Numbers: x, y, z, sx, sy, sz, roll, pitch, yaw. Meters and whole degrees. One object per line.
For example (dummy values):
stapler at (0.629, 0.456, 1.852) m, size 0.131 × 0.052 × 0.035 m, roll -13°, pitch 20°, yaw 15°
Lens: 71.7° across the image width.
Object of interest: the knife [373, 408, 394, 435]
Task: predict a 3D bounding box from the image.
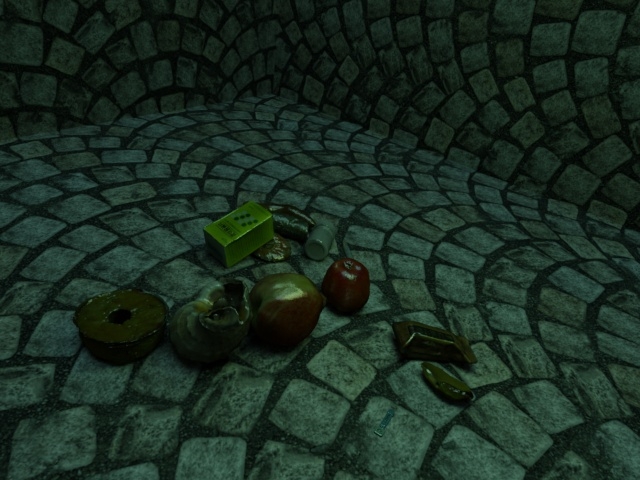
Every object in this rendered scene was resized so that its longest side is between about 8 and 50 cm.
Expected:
knife at (0.176, 0.492, 1.204) m, size 0.027 × 0.010 × 0.096 m, roll 26°, pitch 36°, yaw 23°

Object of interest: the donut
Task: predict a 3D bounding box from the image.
donut at (-0.582, 0.251, 1.306) m, size 0.271 × 0.107 × 0.272 m, roll 7°, pitch 27°, yaw -4°

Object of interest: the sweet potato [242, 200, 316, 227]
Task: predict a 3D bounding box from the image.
sweet potato at (-0.176, -0.128, 1.996) m, size 0.345 × 0.080 × 0.108 m, roll 14°, pitch 5°, yaw -3°

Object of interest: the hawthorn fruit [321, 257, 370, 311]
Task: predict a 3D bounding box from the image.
hawthorn fruit at (0.093, 0.154, 1.557) m, size 0.189 × 0.189 × 0.189 m, roll 7°, pitch 32°, yaw -4°

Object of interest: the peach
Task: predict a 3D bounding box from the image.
peach at (-0.098, 0.206, 1.390) m, size 0.256 × 0.233 × 0.232 m, roll -2°, pitch 33°, yaw -34°

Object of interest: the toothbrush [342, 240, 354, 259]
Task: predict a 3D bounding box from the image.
toothbrush at (0.135, 0.103, 1.780) m, size 0.028 × 0.037 × 0.375 m, roll 4°, pitch 30°, yaw -15°

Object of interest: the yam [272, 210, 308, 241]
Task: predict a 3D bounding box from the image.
yam at (-0.136, -0.060, 1.899) m, size 0.183 × 0.107 × 0.107 m, roll 20°, pitch 33°, yaw 4°

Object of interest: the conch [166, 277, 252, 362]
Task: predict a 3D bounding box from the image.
conch at (-0.288, 0.227, 1.284) m, size 0.323 × 0.186 × 0.263 m, roll -8°, pitch 50°, yaw 36°

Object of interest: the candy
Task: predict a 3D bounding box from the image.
candy at (0.369, 0.334, 1.425) m, size 0.271 × 0.101 × 0.143 m, roll 12°, pitch 26°, yaw -8°

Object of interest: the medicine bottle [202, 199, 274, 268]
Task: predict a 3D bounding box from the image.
medicine bottle at (-0.313, -0.029, 1.714) m, size 0.137 × 0.141 × 0.250 m, roll 38°, pitch 57°, yaw 26°

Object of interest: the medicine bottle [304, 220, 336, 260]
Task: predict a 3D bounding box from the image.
medicine bottle at (0.000, 0.000, 1.836) m, size 0.104 × 0.105 × 0.168 m, roll 14°, pitch 33°, yaw 7°

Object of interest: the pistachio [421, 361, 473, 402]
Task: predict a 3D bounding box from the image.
pistachio at (0.366, 0.429, 1.315) m, size 0.172 × 0.049 × 0.089 m, roll 30°, pitch 15°, yaw 31°

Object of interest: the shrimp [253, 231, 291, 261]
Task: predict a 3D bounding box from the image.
shrimp at (-0.247, -0.002, 1.819) m, size 0.294 × 0.062 × 0.154 m, roll 32°, pitch 45°, yaw 29°
